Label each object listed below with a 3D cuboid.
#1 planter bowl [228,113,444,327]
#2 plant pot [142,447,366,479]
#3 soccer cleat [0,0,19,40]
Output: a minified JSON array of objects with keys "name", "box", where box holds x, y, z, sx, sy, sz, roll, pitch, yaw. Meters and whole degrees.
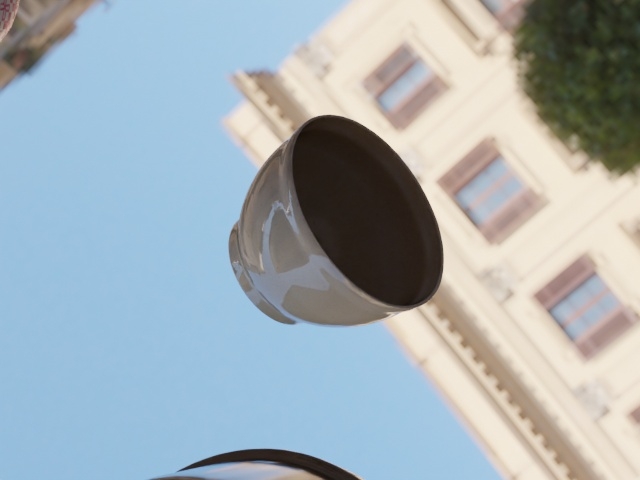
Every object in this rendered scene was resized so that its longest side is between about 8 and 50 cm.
[{"name":"planter bowl","box":[0.000,0.000,1.340,0.162,0.109,0.162,30,-136,-34]},{"name":"plant pot","box":[-0.081,0.306,1.419,0.323,0.323,0.280,59,-175,24]},{"name":"soccer cleat","box":[-0.238,-0.158,1.080,0.116,0.143,0.331,27,-140,-15]}]
